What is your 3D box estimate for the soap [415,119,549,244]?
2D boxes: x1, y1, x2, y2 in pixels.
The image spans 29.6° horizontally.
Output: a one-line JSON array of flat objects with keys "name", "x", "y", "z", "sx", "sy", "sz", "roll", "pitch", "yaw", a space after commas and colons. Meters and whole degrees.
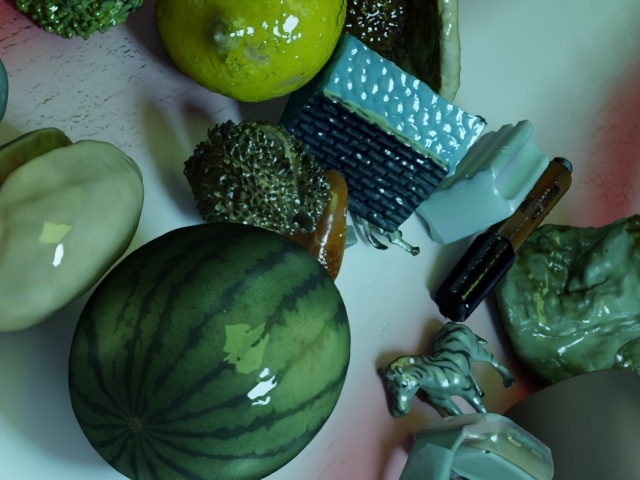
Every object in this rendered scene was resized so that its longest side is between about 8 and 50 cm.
[{"name": "soap", "x": 0.281, "y": -0.105, "z": 2.064, "sx": 0.095, "sy": 0.173, "sz": 0.289, "roll": 59, "pitch": 33, "yaw": -9}]

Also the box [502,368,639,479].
[{"name": "box", "x": 0.423, "y": 0.340, "z": 1.882, "sx": 0.301, "sy": 0.301, "sz": 0.216, "roll": 12, "pitch": 52, "yaw": -50}]

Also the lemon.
[{"name": "lemon", "x": -0.094, "y": -0.314, "z": 1.622, "sx": 0.258, "sy": 0.258, "sz": 0.310, "roll": 50, "pitch": 23, "yaw": -19}]

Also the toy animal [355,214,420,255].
[{"name": "toy animal", "x": 0.083, "y": -0.088, "z": 1.884, "sx": 0.176, "sy": 0.073, "sz": 0.216, "roll": 26, "pitch": 53, "yaw": -35}]

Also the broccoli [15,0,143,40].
[{"name": "broccoli", "x": -0.318, "y": -0.364, "z": 1.498, "sx": 0.180, "sy": 0.273, "sz": 0.242, "roll": -13, "pitch": 87, "yaw": -10}]

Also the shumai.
[{"name": "shumai", "x": 0.519, "y": 0.101, "z": 2.115, "sx": 0.397, "sy": 0.323, "sz": 0.324, "roll": 28, "pitch": 46, "yaw": -39}]

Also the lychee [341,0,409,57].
[{"name": "lychee", "x": 0.049, "y": -0.368, "z": 1.930, "sx": 0.188, "sy": 0.188, "sz": 0.188, "roll": 32, "pitch": 45, "yaw": -38}]

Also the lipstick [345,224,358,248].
[{"name": "lipstick", "x": 0.000, "y": -0.001, "z": 1.747, "sx": 0.129, "sy": 0.030, "sz": 0.030, "roll": -5, "pitch": 72, "yaw": -48}]

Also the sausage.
[{"name": "sausage", "x": -0.007, "y": -0.013, "z": 1.663, "sx": 0.089, "sy": 0.089, "sz": 0.179, "roll": 9, "pitch": 87, "yaw": -50}]

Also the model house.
[{"name": "model house", "x": 0.069, "y": -0.144, "z": 1.770, "sx": 0.261, "sy": 0.241, "sz": 0.226, "roll": 30, "pitch": 3, "yaw": -15}]

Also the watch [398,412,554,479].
[{"name": "watch", "x": 0.210, "y": 0.376, "z": 1.680, "sx": 0.253, "sy": 0.162, "sz": 0.241, "roll": 35, "pitch": 50, "yaw": -34}]

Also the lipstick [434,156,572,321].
[{"name": "lipstick", "x": 0.319, "y": -0.013, "z": 2.051, "sx": 0.077, "sy": 0.077, "sz": 0.418, "roll": 54, "pitch": 52, "yaw": -14}]

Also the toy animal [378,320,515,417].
[{"name": "toy animal", "x": 0.202, "y": 0.219, "z": 1.824, "sx": 0.170, "sy": 0.090, "sz": 0.255, "roll": 61, "pitch": 31, "yaw": 2}]

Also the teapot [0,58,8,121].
[{"name": "teapot", "x": -0.435, "y": -0.170, "z": 1.168, "sx": 0.251, "sy": 0.183, "sz": 0.183, "roll": 44, "pitch": 37, "yaw": -10}]

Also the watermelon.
[{"name": "watermelon", "x": -0.110, "y": 0.119, "z": 1.301, "sx": 0.359, "sy": 0.279, "sz": 0.278, "roll": -30, "pitch": 93, "yaw": -58}]

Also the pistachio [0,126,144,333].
[{"name": "pistachio", "x": -0.289, "y": -0.013, "z": 1.251, "sx": 0.187, "sy": 0.187, "sz": 0.299, "roll": 59, "pitch": 27, "yaw": -7}]

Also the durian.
[{"name": "durian", "x": -0.074, "y": -0.071, "z": 1.562, "sx": 0.196, "sy": 0.167, "sz": 0.196, "roll": 15, "pitch": 38, "yaw": -12}]

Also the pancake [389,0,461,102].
[{"name": "pancake", "x": 0.162, "y": -0.377, "z": 2.000, "sx": 0.065, "sy": 0.356, "sz": 0.356, "roll": -7, "pitch": 69, "yaw": -14}]
